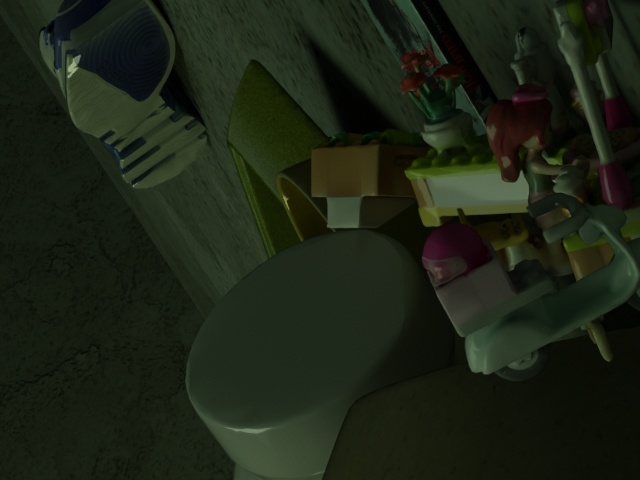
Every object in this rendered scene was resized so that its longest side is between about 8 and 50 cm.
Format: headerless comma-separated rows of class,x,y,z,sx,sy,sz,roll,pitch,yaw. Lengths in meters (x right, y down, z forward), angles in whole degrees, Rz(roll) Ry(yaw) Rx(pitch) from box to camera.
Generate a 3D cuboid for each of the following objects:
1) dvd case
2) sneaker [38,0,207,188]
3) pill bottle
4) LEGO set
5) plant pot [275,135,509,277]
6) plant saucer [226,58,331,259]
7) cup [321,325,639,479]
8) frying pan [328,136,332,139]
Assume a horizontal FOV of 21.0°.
dvd case,0.054,-0.099,0.897,0.119,0.013,0.087,58,171,-5
sneaker,-0.229,-0.189,1.756,0.182,0.127,0.315,52,171,22
pill bottle,0.060,0.141,0.879,0.301,0.169,0.169,55,174,-34
LEGO set,0.069,-0.048,0.681,0.287,0.132,0.107,-130,18,-72
plant pot,0.050,-0.006,0.974,0.134,0.095,0.134,55,171,13
plant saucer,0.000,0.000,1.150,0.188,0.045,0.188,50,164,42
cup,0.113,0.162,0.659,0.331,0.331,0.237,105,154,-78
frying pan,0.062,0.045,1.219,0.197,0.053,0.326,52,169,35
